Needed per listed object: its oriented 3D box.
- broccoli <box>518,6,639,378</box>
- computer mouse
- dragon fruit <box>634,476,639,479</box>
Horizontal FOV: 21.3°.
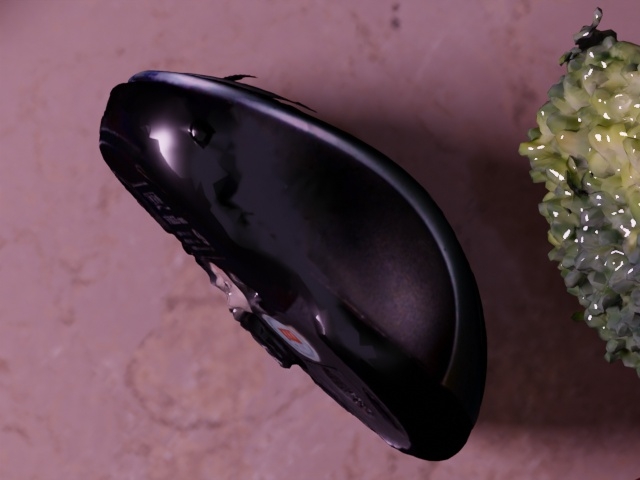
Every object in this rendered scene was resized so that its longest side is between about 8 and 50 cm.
[{"bbox_3d":[0.271,-0.077,0.748,0.375,0.249,0.302,-19,102,4],"label":"broccoli"},{"bbox_3d":[0.000,0.000,0.794,0.096,0.137,0.233,-46,104,-16],"label":"computer mouse"},{"bbox_3d":[0.272,0.238,0.877,0.286,0.228,0.329,-32,78,-31],"label":"dragon fruit"}]
